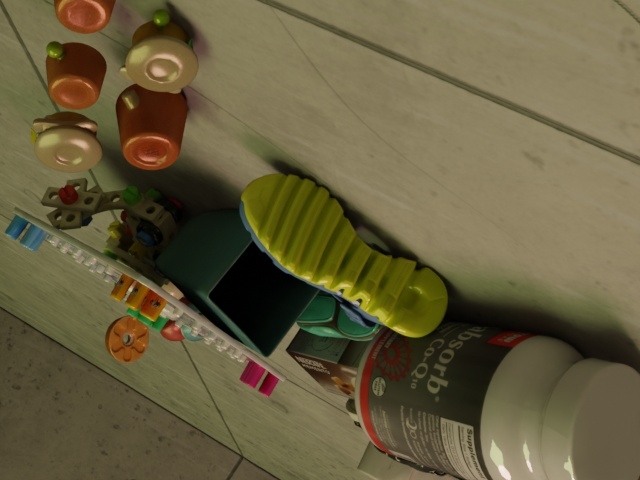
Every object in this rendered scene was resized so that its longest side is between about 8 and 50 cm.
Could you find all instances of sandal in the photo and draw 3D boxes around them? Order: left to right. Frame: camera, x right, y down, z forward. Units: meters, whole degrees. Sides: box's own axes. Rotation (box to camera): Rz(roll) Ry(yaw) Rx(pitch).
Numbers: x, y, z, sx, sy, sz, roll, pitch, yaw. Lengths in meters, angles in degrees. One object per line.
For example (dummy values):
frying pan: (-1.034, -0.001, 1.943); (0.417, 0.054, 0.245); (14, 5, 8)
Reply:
sandal: (0.017, 0.031, 1.282); (0.317, 0.126, 0.138); (39, 162, -8)

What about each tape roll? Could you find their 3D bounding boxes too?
tape roll: (0.261, 0.509, 1.853); (0.392, 0.072, 0.392); (24, 170, 4)

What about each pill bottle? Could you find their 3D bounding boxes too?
pill bottle: (0.234, 0.220, 1.237); (0.363, 0.210, 0.210); (4, 143, 51)

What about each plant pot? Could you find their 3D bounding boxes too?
plant pot: (-0.149, 0.049, 1.509); (0.234, 0.165, 0.165); (17, 153, 49)

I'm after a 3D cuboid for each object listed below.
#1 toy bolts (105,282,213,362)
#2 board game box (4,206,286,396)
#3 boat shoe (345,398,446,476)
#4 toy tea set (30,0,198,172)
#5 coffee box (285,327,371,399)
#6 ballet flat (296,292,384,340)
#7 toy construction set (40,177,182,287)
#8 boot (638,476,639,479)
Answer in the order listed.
toy bolts: (-0.317, 0.172, 1.968); (0.159, 0.218, 0.229); (3, 161, 43)
board game box: (-0.294, 0.107, 1.555); (0.390, 0.050, 0.390); (22, 165, 41)
boat shoe: (0.183, 0.334, 1.554); (0.340, 0.127, 0.113); (4, 124, 46)
toy tea set: (-0.252, -0.222, 1.159); (0.200, 0.124, 0.336); (5, 142, -15)
coffee box: (0.080, 0.207, 1.574); (0.247, 0.098, 0.141); (8, 146, 48)
ballet flat: (0.053, 0.120, 1.487); (0.087, 0.083, 0.247); (19, 169, -33)
toy construction set: (-0.342, -0.020, 1.667); (0.215, 0.151, 0.327); (25, 167, 24)
boot: (0.451, 0.311, 1.331); (0.106, 0.082, 0.219); (60, 159, -4)
